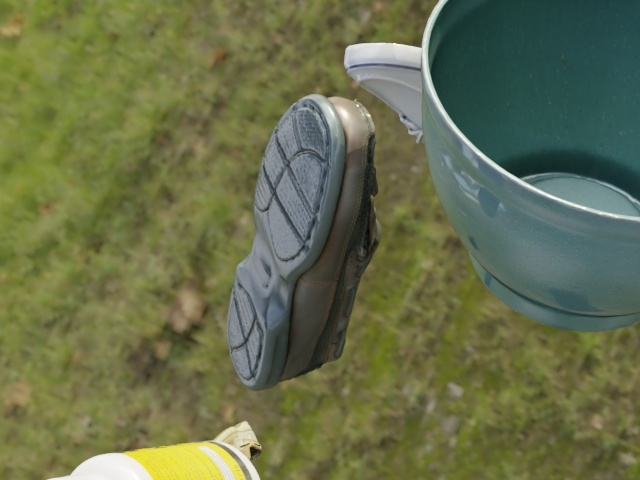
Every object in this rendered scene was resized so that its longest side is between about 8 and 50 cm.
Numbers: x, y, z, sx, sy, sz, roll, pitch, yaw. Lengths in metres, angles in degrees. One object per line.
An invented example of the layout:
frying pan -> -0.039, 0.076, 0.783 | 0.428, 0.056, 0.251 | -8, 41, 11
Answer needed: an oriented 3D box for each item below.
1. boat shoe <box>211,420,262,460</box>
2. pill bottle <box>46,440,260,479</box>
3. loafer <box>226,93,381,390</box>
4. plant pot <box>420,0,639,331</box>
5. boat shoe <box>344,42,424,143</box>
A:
boat shoe -> -0.097, 0.232, 1.733 | 0.050, 0.045, 0.135 | -44, -8, 19
pill bottle -> -0.086, 0.134, 0.771 | 0.065, 0.116, 0.065 | -1, 89, 36
loafer -> 0.000, 0.000, 1.093 | 0.267, 0.084, 0.096 | 110, 145, -46
plant pot -> 0.208, -0.056, 1.200 | 0.196, 0.293, 0.293 | 98, 174, -48
boat shoe -> 0.135, -0.136, 1.706 | 0.096, 0.267, 0.088 | -5, 70, 51
